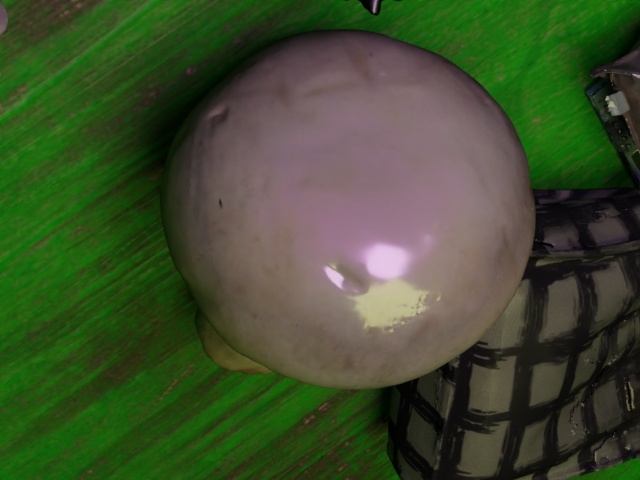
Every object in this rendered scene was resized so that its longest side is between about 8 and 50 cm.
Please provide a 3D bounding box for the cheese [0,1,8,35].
[{"bbox_3d":[-0.332,-0.089,0.855,0.153,0.332,0.292,17,125,-36],"label":"cheese"}]

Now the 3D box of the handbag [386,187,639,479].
[{"bbox_3d":[0.248,0.102,1.407,0.327,0.162,0.325,-7,120,-24],"label":"handbag"}]

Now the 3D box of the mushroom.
[{"bbox_3d":[-0.006,-0.021,1.117,0.356,0.315,0.315,-20,135,21],"label":"mushroom"}]

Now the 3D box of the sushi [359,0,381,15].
[{"bbox_3d":[0.049,-0.296,0.996,0.348,0.207,0.234,7,108,-32],"label":"sushi"}]

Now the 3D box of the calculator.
[{"bbox_3d":[0.331,-0.117,1.400,0.057,0.018,0.172,-38,132,2],"label":"calculator"}]

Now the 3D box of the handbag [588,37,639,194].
[{"bbox_3d":[0.390,-0.185,1.316,0.270,0.117,0.182,-38,120,-8],"label":"handbag"}]
